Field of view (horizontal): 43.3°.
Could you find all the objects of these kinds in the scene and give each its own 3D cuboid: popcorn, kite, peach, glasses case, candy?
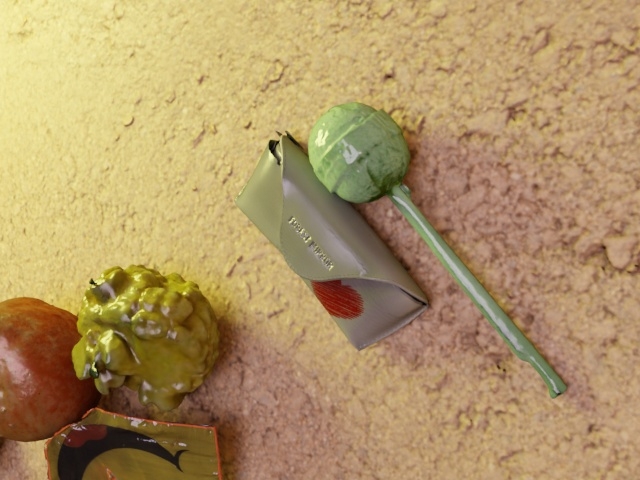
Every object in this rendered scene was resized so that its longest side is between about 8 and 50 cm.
[{"bbox_3d":[-0.243,0.135,1.119,0.218,0.169,0.189,21,99,31],"label":"popcorn"},{"bbox_3d":[-0.252,0.381,1.157,0.378,0.013,0.327,-38,94,23],"label":"kite"},{"bbox_3d":[-0.438,0.184,1.189,0.233,0.232,0.232,1,91,27],"label":"peach"},{"bbox_3d":[-0.001,0.002,1.042,0.128,0.083,0.308,-47,72,19],"label":"glasses case"},{"bbox_3d":[0.147,0.008,0.973,0.119,0.119,0.440,-44,80,21],"label":"candy"}]
